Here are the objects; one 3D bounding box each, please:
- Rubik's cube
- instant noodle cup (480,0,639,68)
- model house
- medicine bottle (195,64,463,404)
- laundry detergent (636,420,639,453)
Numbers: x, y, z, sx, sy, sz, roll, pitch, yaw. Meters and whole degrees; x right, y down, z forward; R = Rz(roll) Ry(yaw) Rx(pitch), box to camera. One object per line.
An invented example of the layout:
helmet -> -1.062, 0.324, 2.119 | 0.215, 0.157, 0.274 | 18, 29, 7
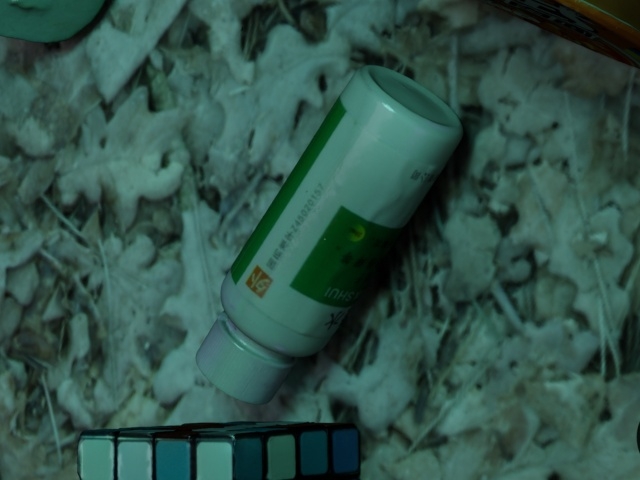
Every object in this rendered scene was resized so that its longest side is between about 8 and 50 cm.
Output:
Rubik's cube -> -0.073, 0.212, 1.428 | 0.155, 0.151, 0.154 | -4, 86, 36
instant noodle cup -> 0.157, -0.241, 1.242 | 0.250, 0.250, 0.192 | 28, 94, 35
model house -> -0.237, -0.264, 1.622 | 0.149, 0.119, 0.148 | -107, 28, -45
medicine bottle -> 0.000, 0.000, 1.421 | 0.095, 0.095, 0.260 | 46, 113, 30
laundry detergent -> 0.299, 0.105, 1.204 | 0.225, 0.070, 0.099 | -16, 86, 36
